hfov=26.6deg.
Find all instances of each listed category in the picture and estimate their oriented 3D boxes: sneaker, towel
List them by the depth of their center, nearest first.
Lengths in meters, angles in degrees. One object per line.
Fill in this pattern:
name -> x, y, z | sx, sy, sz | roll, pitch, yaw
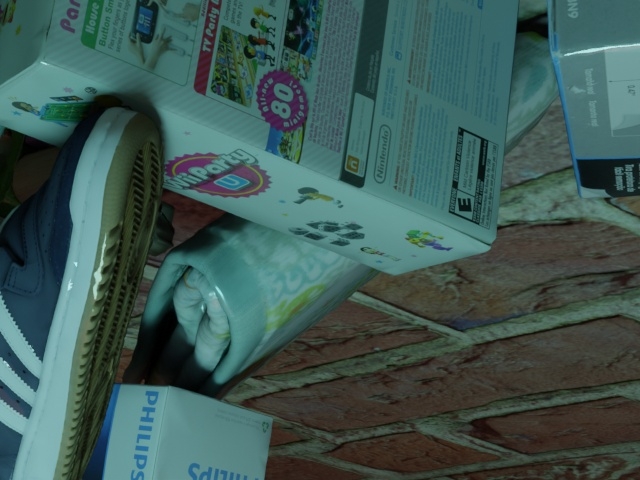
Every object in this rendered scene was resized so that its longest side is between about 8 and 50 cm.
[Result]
sneaker -> -0.182, 0.031, 0.728 | 0.153, 0.099, 0.282 | 22, 128, 2
towel -> 0.000, 0.000, 1.064 | 0.090, 0.320, 0.374 | 50, 157, 5

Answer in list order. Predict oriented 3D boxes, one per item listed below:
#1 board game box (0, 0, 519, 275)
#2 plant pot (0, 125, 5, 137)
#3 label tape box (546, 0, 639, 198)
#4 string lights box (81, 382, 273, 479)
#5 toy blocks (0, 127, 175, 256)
board game box -> -0.027, -0.133, 0.788 | 0.303, 0.224, 0.097 | 22, 156, -33
plant pot -> -0.338, -0.130, 0.741 | 0.196, 0.293, 0.293 | 22, 172, 39
label tape box -> 0.323, -0.122, 0.834 | 0.348, 0.115, 0.249 | -1, 162, 14
string lights box -> -0.182, 0.149, 1.008 | 0.260, 0.076, 0.133 | -1, 164, 31
toy blocks -> -0.173, -0.051, 0.946 | 0.309, 0.288, 0.260 | 27, 157, -35
